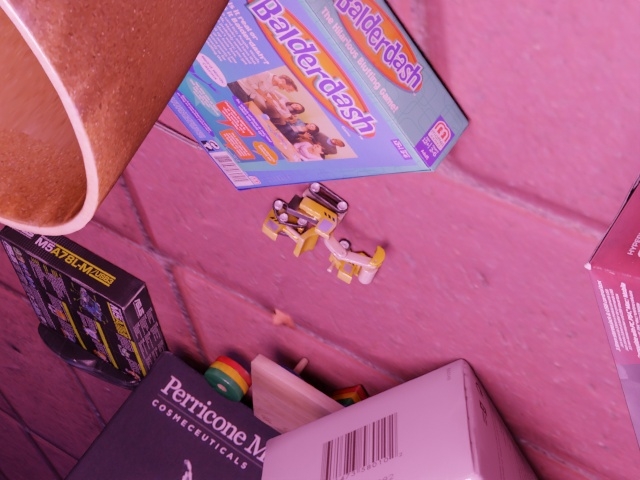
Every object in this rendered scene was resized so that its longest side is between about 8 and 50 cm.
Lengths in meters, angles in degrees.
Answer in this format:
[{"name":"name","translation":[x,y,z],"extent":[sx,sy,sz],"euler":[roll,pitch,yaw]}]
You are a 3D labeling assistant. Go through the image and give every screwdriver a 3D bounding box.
[{"name":"screwdriver","translation":[-0.166,-0.111,0.952],"extent":[0.170,0.024,0.025],"euler":[27,-178,7]}]

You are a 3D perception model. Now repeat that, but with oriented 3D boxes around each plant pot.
[{"name":"plant pot","translation":[-0.109,-0.172,0.501],"extent":[0.237,0.254,0.237],"euler":[29,152,17]}]

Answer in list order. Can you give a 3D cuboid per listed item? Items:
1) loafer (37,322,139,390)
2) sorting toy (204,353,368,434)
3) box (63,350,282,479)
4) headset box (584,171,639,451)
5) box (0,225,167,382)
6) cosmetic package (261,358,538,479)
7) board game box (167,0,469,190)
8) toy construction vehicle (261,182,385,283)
[{"name":"loafer","translation":[-0.275,0.142,1.452],"extent":[0.170,0.062,0.061],"euler":[28,157,23]},{"name":"sorting toy","translation":[0.008,0.167,1.142],"extent":[0.274,0.046,0.132],"euler":[31,153,16]},{"name":"box","translation":[-0.112,0.467,1.277],"extent":[0.480,0.472,0.297],"euler":[32,158,11]},{"name":"headset box","translation":[0.272,0.070,0.571],"extent":[0.293,0.110,0.218],"euler":[17,148,37]},{"name":"box","translation":[-0.263,0.072,1.340],"extent":[0.184,0.045,0.190],"euler":[25,150,21]},{"name":"cosmetic package","translation":[0.120,0.301,0.981],"extent":[0.197,0.155,0.365],"euler":[-26,114,16]},{"name":"board game box","translation":[-0.030,-0.108,0.742],"extent":[0.210,0.047,0.160],"euler":[-1,134,53]},{"name":"toy construction vehicle","translation":[0.000,0.000,0.893],"extent":[0.098,0.035,0.086],"euler":[36,154,4]}]
